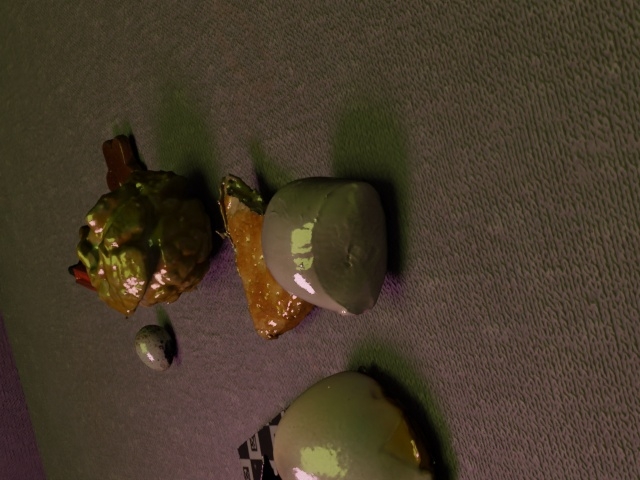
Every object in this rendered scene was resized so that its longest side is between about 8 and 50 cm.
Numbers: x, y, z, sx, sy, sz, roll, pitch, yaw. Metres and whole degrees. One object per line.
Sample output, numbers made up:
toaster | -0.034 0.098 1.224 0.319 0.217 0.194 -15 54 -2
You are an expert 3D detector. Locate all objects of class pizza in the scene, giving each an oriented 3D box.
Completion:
pizza | -0.084 -0.004 1.644 0.287 0.075 0.280 61 142 17

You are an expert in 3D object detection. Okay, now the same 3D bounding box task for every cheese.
cheese | 0.000 0.000 1.422 0.189 0.154 0.198 22 117 50

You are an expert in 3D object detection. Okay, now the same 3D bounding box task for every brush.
brush | -0.553 0.095 2.453 0.323 0.070 0.051 12 117 55

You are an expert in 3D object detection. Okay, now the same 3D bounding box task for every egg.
egg | 0.041 0.348 1.503 0.286 0.174 0.264 38 137 40
egg | -0.374 0.244 2.212 0.110 0.085 0.085 61 148 8

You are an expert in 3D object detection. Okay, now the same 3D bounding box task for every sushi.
sushi | -0.033 0.478 1.759 0.339 0.069 0.320 -51 52 55

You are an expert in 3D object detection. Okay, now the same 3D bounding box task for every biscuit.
biscuit | -0.429 -0.117 2.185 0.180 0.039 0.236 -2 102 56

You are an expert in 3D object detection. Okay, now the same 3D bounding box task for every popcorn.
popcorn | -0.341 0.013 1.892 0.247 0.282 0.282 54 146 9
